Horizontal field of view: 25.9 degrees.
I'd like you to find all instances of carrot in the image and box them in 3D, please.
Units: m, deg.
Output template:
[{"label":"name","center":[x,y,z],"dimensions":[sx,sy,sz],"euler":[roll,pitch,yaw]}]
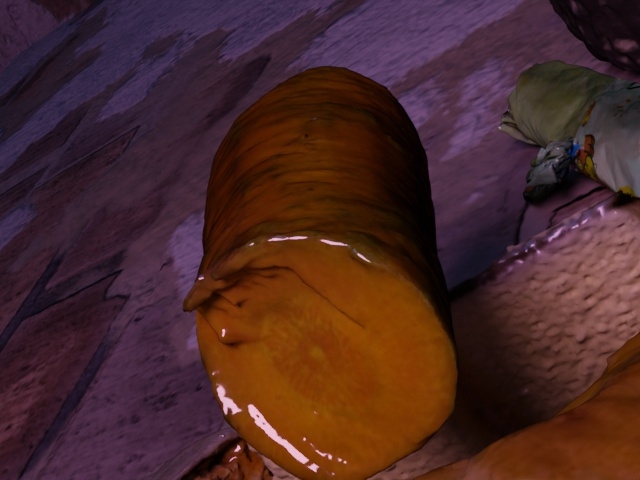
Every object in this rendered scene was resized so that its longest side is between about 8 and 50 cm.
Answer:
[{"label":"carrot","center":[0.000,0.000,0.622],"dimensions":[0.114,0.114,0.302],"euler":[-36,14,12]}]

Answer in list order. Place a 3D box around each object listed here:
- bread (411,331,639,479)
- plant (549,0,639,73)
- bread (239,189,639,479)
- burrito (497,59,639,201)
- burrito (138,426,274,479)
[{"label":"bread","center":[0.075,0.169,0.426],"dimensions":[0.370,0.191,0.314],"euler":[-40,20,-3]},{"label":"plant","center":[0.214,-0.242,0.963],"dimensions":[0.204,0.234,0.178],"euler":[-34,26,0]},{"label":"bread","center":[0.086,0.033,0.742],"dimensions":[0.240,0.135,0.178],"euler":[-33,25,23]},{"label":"burrito","center":[0.177,-0.061,0.904],"dimensions":[0.104,0.054,0.288],"euler":[-43,22,0]},{"label":"burrito","center":[-0.140,0.210,0.830],"dimensions":[0.299,0.105,0.143],"euler":[-28,20,33]}]
